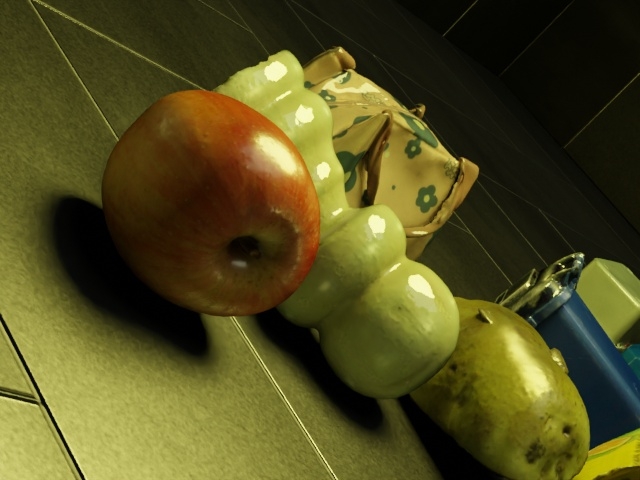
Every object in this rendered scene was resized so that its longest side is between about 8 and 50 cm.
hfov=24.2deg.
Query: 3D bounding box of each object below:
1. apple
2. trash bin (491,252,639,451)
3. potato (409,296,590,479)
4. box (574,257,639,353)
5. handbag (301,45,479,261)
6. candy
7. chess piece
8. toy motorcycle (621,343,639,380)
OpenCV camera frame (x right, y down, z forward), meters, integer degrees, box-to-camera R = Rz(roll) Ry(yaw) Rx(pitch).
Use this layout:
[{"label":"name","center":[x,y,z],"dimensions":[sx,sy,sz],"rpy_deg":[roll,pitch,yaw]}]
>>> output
[{"label":"apple","center":[-0.095,-0.033,1.234],"dimensions":[0.199,0.199,0.199],"rpy_deg":[41,15,-14]},{"label":"trash bin","center":[0.295,0.152,1.758],"dimensions":[0.234,0.184,0.162],"rpy_deg":[51,16,2]},{"label":"potato","center":[0.177,0.128,1.490],"dimensions":[0.160,0.111,0.271],"rpy_deg":[8,20,-31]},{"label":"box","center":[0.447,0.112,2.342],"dimensions":[0.148,0.129,0.210],"rpy_deg":[49,16,20]},{"label":"handbag","center":[0.033,-0.077,1.633],"dimensions":[0.251,0.193,0.190],"rpy_deg":[27,18,-50]},{"label":"candy","center":[0.311,0.242,1.539],"dimensions":[0.297,0.187,0.081],"rpy_deg":[16,51,-64]},{"label":"chess piece","center":[0.000,0.000,1.407],"dimensions":[0.330,0.182,0.182],"rpy_deg":[51,15,4]},{"label":"toy motorcycle","center":[0.480,0.242,1.952],"dimensions":[0.326,0.200,0.191],"rpy_deg":[44,15,-7]}]
